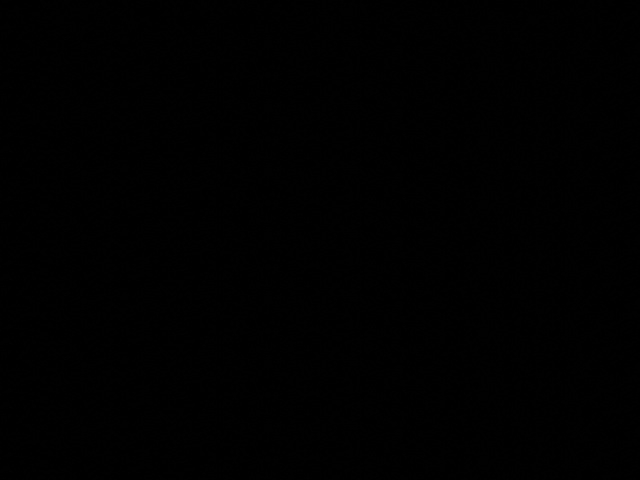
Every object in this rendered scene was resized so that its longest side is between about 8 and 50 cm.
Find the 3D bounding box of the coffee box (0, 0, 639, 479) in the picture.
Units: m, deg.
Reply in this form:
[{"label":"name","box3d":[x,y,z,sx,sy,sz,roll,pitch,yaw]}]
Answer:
[{"label":"coffee box","box3d":[-0.008,0.020,0.144,0.338,0.335,0.337,44,49,-61]}]
